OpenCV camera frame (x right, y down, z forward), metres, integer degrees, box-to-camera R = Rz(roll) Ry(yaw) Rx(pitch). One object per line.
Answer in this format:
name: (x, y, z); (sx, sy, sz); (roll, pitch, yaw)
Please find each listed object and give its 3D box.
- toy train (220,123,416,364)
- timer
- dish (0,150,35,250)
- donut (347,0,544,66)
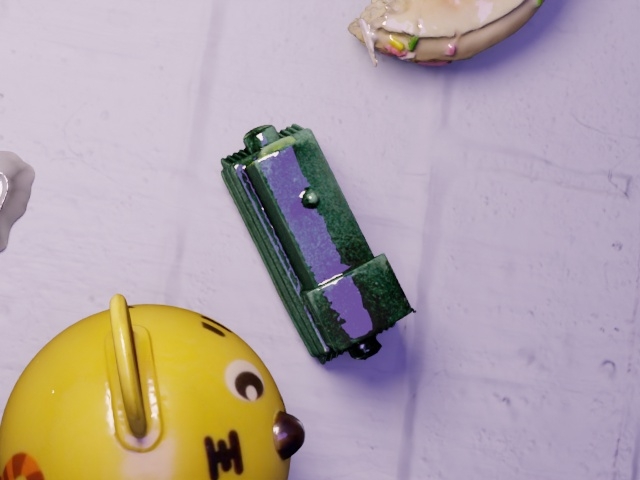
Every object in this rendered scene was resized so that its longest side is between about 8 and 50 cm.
toy train: (0.000, 0.000, 1.553); (0.138, 0.178, 0.330); (-27, 93, -12)
timer: (-0.190, 0.243, 1.391); (0.376, 0.387, 0.376); (0, 88, -10)
dish: (-0.411, -0.049, 1.539); (0.091, 0.039, 0.137); (12, 82, -11)
donut: (0.163, -0.418, 1.630); (0.307, 0.150, 0.371); (-8, 89, -11)
